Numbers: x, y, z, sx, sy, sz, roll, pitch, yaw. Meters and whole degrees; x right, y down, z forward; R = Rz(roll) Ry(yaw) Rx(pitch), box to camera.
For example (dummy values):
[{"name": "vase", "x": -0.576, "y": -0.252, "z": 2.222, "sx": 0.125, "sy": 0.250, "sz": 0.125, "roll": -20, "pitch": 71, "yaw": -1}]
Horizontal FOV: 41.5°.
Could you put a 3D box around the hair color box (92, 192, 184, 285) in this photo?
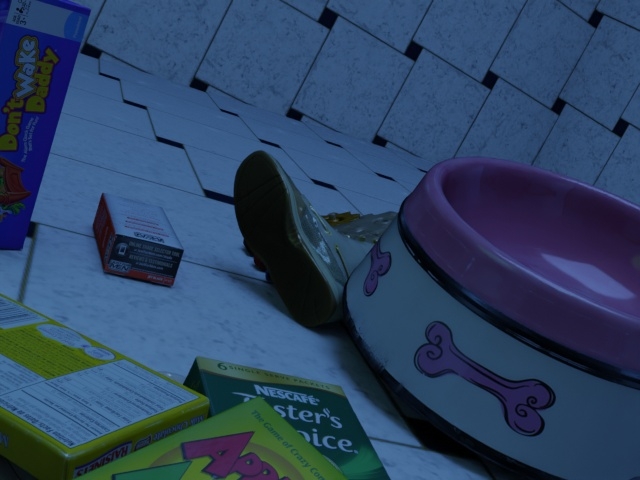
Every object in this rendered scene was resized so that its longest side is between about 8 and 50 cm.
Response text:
[{"name": "hair color box", "x": -0.192, "y": -0.004, "z": 0.874, "sx": 0.072, "sy": 0.043, "sz": 0.141, "roll": 15, "pitch": 13, "yaw": -23}]

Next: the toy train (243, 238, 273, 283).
[{"name": "toy train", "x": -0.061, "y": 0.021, "z": 1.004, "sx": 0.036, "sy": 0.027, "sz": 0.158, "roll": 12, "pitch": 15, "yaw": -25}]

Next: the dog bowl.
[{"name": "dog bowl", "x": 0.236, "y": 0.057, "z": 0.815, "sx": 0.408, "sy": 0.150, "sz": 0.408, "roll": 16, "pitch": 24, "yaw": -8}]

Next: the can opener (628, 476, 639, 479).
[{"name": "can opener", "x": 0.184, "y": 0.226, "z": 0.488, "sx": 0.093, "sy": 0.074, "sz": 0.280, "roll": 56, "pitch": 19, "yaw": 2}]

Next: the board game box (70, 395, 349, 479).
[{"name": "board game box", "x": -0.071, "y": 0.136, "z": 0.345, "sx": 0.181, "sy": 0.043, "sz": 0.092, "roll": -18, "pitch": 40, "yaw": -39}]

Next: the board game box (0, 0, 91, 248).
[{"name": "board game box", "x": -0.385, "y": -0.167, "z": 0.831, "sx": 0.347, "sy": 0.233, "sz": 0.078, "roll": 29, "pitch": 15, "yaw": 35}]

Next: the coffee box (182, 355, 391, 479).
[{"name": "coffee box", "x": -0.014, "y": 0.139, "z": 0.485, "sx": 0.113, "sy": 0.040, "sz": 0.184, "roll": 16, "pitch": 19, "yaw": -23}]

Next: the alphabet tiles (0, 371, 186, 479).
[{"name": "alphabet tiles", "x": -0.162, "y": 0.116, "z": 0.482, "sx": 0.284, "sy": 0.021, "sz": 0.278, "roll": 8, "pitch": 18, "yaw": -44}]

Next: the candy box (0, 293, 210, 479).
[{"name": "candy box", "x": -0.175, "y": 0.075, "z": 0.485, "sx": 0.206, "sy": 0.027, "sz": 0.105, "roll": 20, "pitch": 18, "yaw": 30}]

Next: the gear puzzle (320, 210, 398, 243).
[{"name": "gear puzzle", "x": 0.068, "y": 0.010, "z": 1.165, "sx": 0.176, "sy": 0.044, "sz": 0.339, "roll": -16, "pitch": 19, "yaw": -25}]

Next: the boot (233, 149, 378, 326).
[{"name": "boot", "x": 0.000, "y": 0.000, "z": 0.950, "sx": 0.165, "sy": 0.077, "sz": 0.213, "roll": 5, "pitch": 51, "yaw": -53}]
